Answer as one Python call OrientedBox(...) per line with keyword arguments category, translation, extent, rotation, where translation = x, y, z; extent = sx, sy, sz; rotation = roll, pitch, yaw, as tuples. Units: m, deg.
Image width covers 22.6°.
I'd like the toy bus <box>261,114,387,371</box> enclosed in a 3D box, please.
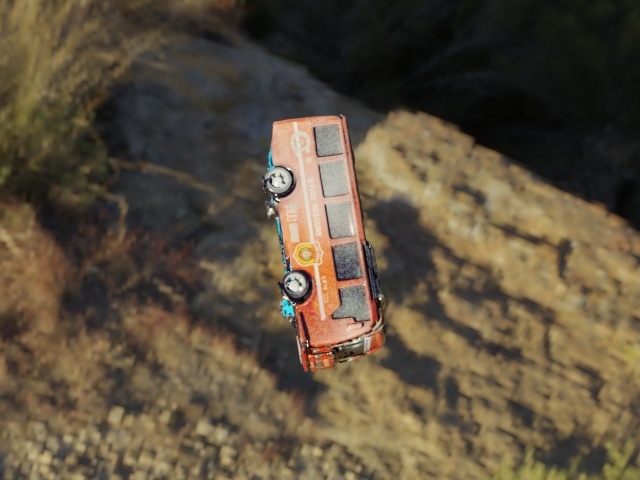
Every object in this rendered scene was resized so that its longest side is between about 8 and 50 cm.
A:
OrientedBox(category="toy bus", translation=(0.000, 0.000, 1.470), extent=(0.096, 0.073, 0.235), rotation=(-10, 68, -1))
